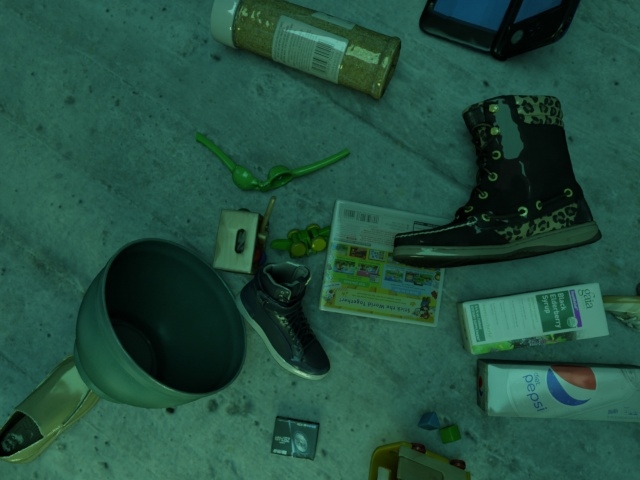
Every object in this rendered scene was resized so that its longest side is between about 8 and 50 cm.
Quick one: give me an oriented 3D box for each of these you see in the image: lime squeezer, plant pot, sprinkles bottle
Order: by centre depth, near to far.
[{"bbox_3d":[-0.303,0.170,1.004,0.196,0.293,0.293,-35,81,26],"label":"plant pot"},{"bbox_3d":[-0.029,-0.386,1.102,0.356,0.121,0.121,22,86,6],"label":"sprinkles bottle"},{"bbox_3d":[-0.103,-0.143,1.125,0.311,0.058,0.109,7,54,7],"label":"lime squeezer"}]

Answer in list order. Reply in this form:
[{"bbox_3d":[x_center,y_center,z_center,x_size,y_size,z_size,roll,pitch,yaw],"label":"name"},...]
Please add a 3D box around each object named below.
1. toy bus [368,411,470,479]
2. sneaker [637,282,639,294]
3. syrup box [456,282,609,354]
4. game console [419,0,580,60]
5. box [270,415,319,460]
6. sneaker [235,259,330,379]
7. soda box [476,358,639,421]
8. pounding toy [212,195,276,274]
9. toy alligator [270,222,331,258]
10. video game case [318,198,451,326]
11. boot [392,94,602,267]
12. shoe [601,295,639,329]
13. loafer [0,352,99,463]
[{"bbox_3d":[0.179,0.427,1.004,0.191,0.104,0.202,-19,80,-43],"label":"toy bus"},{"bbox_3d":[0.635,0.061,1.043,0.057,0.047,0.119,33,95,1],"label":"sneaker"},{"bbox_3d":[0.374,0.138,1.026,0.237,0.096,0.093,-9,83,4],"label":"syrup box"},{"bbox_3d":[0.359,-0.510,1.066,0.174,0.250,0.292,24,86,-20],"label":"game console"},{"bbox_3d":[-0.047,0.370,1.072,0.084,0.018,0.067,9,84,5],"label":"box"},{"bbox_3d":[-0.043,0.139,1.023,0.226,0.086,0.163,45,133,5],"label":"sneaker"},{"bbox_3d":[0.428,0.261,1.007,0.287,0.098,0.091,1,84,5],"label":"soda box"},{"bbox_3d":[-0.131,-0.008,1.064,0.100,0.130,0.141,7,84,5],"label":"pounding toy"},{"bbox_3d":[0.000,0.000,1.097,0.190,0.056,0.051,-15,127,-4],"label":"toy alligator"},{"bbox_3d":[0.121,0.043,1.066,0.227,0.026,0.206,10,84,-9],"label":"video game case"},{"bbox_3d":[0.298,-0.103,1.028,0.378,0.138,0.283,-7,83,-5],"label":"boot"},{"bbox_3d":[0.600,0.138,1.017,0.219,0.076,0.058,11,80,4],"label":"shoe"},{"bbox_3d":[-0.508,0.318,1.077,0.102,0.092,0.268,38,88,7],"label":"loafer"}]
